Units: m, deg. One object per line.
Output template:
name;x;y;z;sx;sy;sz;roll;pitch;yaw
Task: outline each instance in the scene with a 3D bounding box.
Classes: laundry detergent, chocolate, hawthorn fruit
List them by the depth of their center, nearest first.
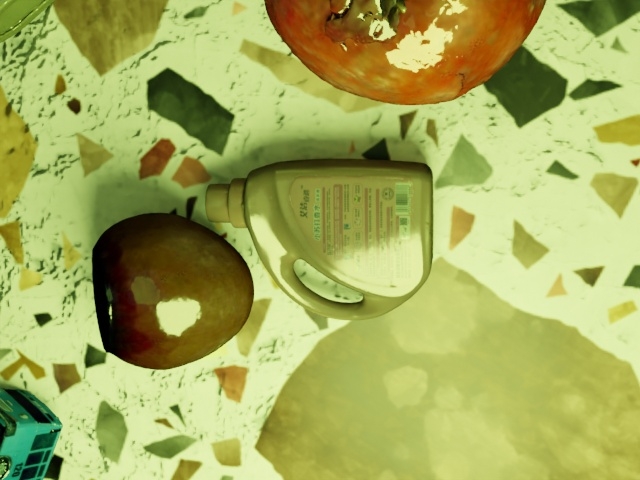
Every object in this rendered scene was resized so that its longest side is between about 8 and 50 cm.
hawthorn fruit;0.074;-0.236;0.797;0.276;0.307;0.276;1;113;3
laundry detergent;0.000;0.000;0.955;0.237;0.076;0.171;-1;100;8
chocolate;-0.154;0.050;0.955;0.177;0.177;0.176;1;100;7

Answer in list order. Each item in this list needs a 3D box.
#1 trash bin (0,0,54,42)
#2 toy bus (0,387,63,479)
trash bin;-0.350;-0.359;0.922;0.243;0.121;0.247;-36;96;11
toy bus;-0.371;0.260;1.033;0.090;0.106;0.184;31;104;33
